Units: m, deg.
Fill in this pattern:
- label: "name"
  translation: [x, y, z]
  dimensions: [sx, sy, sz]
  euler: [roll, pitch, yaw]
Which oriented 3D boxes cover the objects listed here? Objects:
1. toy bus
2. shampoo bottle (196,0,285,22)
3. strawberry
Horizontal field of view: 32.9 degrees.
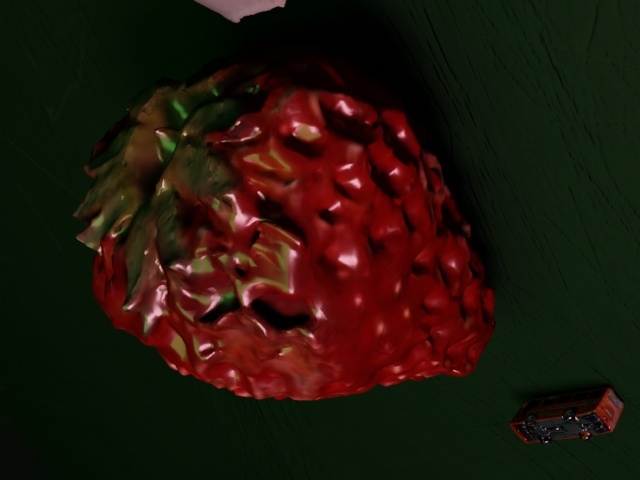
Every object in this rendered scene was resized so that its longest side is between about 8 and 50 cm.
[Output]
- label: "toy bus"
  translation: [0.224, 0.160, 0.989]
  dimensions: [0.031, 0.043, 0.110]
  euler: [48, 147, -14]
- label: "shampoo bottle"
  translation: [-0.011, -0.268, 0.530]
  dimensions: [0.273, 0.273, 0.266]
  euler: [-7, 115, 51]
- label: "strawberry"
  translation: [0.000, 0.000, 0.889]
  dimensions: [0.345, 0.295, 0.317]
  euler: [24, 142, -34]
